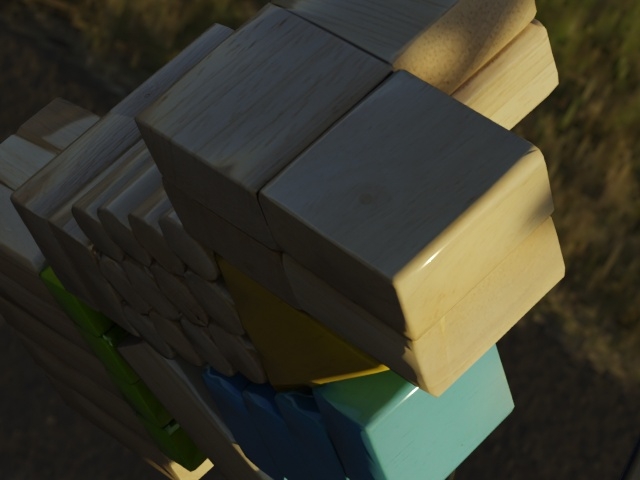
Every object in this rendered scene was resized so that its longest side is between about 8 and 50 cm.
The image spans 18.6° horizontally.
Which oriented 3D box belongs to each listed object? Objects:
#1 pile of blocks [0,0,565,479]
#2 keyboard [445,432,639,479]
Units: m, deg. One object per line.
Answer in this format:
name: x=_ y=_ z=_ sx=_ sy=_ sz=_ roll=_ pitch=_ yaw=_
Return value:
pile of blocks: x=0.000 y=0.000 z=0.554 sx=0.112 sy=0.362 sz=0.149 roll=-42 pitch=102 yaw=-18
keyboard: x=0.081 y=0.124 z=0.567 sx=0.201 sy=0.033 sz=0.317 roll=34 pitch=56 yaw=-5
